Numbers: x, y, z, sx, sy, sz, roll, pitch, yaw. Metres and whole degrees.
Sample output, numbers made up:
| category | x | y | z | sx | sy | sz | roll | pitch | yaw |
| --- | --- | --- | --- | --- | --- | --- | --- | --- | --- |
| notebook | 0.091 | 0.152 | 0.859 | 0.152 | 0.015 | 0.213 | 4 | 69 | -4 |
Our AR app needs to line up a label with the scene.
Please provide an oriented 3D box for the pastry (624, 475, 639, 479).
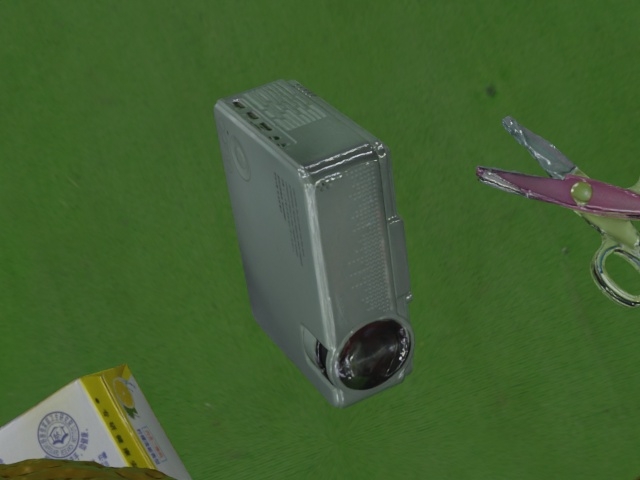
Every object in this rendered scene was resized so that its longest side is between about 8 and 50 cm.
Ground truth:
| category | x | y | z | sx | sy | sz | roll | pitch | yaw |
| --- | --- | --- | --- | --- | --- | --- | --- | --- | --- |
| pastry | 0.223 | 0.213 | 0.489 | 0.284 | 0.184 | 0.315 | 53 | 123 | 37 |

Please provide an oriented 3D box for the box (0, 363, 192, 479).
| category | x | y | z | sx | sy | sz | roll | pitch | yaw |
| --- | --- | --- | --- | --- | --- | --- | --- | --- | --- |
| box | -0.250 | 0.245 | 1.076 | 0.265 | 0.097 | 0.168 | -35 | 81 | 13 |

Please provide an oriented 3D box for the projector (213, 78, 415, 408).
| category | x | y | z | sx | sy | sz | roll | pitch | yaw |
| --- | --- | --- | --- | --- | --- | --- | --- | --- | --- |
| projector | 0.000 | 0.000 | 1.116 | 0.099 | 0.192 | 0.256 | -21 | 124 | -19 |

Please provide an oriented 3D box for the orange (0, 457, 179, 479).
| category | x | y | z | sx | sy | sz | roll | pitch | yaw |
| --- | --- | --- | --- | --- | --- | --- | --- | --- | --- |
| orange | -0.078 | 0.251 | 0.442 | 0.322 | 0.322 | 0.357 | -19 | 49 | -2 |

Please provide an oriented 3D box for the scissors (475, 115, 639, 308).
| category | x | y | z | sx | sy | sz | roll | pitch | yaw |
| --- | --- | --- | --- | --- | --- | --- | --- | --- | --- |
| scissors | 0.224 | -0.037 | 1.037 | 0.187 | 0.020 | 0.133 | 29 | 91 | 4 |
